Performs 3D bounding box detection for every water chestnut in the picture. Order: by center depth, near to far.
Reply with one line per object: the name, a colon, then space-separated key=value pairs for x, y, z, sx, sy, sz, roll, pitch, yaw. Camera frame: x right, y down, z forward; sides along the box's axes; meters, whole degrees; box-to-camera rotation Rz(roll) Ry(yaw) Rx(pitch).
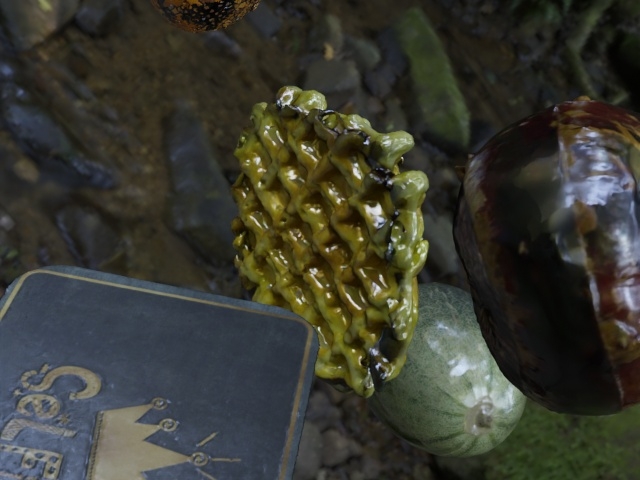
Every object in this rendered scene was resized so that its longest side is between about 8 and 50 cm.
water chestnut: x=0.264 y=0.012 z=0.980 sx=0.300 sy=0.300 sz=0.300 roll=36 pitch=35 yaw=-31

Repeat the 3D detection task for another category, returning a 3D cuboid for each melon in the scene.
melon: x=0.183 y=0.197 z=1.629 sx=0.248 sy=0.248 sz=0.329 roll=43 pitch=6 yaw=-22

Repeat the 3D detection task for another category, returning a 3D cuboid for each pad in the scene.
pad: x=-0.168 y=0.111 z=0.688 sx=0.315 sy=0.063 sz=0.375 roll=9 pitch=34 yaw=1

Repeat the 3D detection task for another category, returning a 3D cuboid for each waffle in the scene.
waffle: x=0.000 y=0.000 z=1.392 sx=0.095 sy=0.382 sz=0.380 roll=-12 pitch=27 yaw=-37

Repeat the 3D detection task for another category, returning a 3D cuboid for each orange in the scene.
orange: x=-0.161 y=-0.377 z=1.337 sx=0.234 sy=0.182 sz=0.234 roll=60 pitch=10 yaw=-17
